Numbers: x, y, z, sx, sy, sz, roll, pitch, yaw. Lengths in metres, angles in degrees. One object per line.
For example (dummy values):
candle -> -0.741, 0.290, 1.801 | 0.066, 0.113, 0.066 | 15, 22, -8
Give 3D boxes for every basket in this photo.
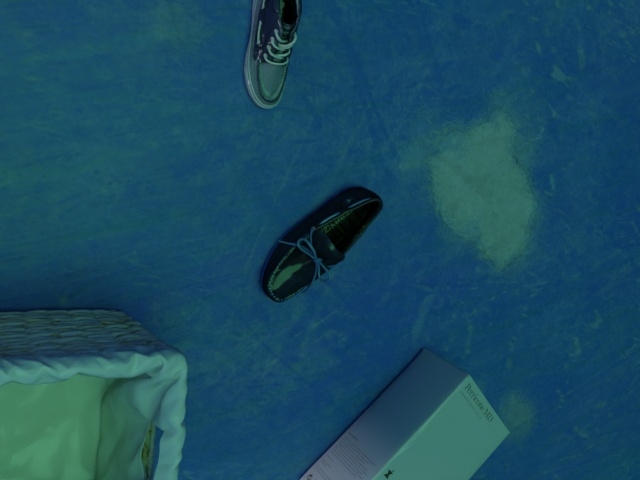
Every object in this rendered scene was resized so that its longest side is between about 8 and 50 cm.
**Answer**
basket -> -0.375, 0.267, 0.786 | 0.331, 0.266, 0.328 | 1, 101, -32

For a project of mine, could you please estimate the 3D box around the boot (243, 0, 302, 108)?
boot -> -0.070, -0.297, 0.928 | 0.069, 0.086, 0.190 | -6, 104, -27

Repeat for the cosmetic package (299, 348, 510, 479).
cosmetic package -> 0.165, 0.418, 1.187 | 0.365, 0.155, 0.197 | -44, 115, -11

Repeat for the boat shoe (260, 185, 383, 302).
boat shoe -> 0.000, 0.000, 1.034 | 0.109, 0.089, 0.258 | 43, 81, -29
